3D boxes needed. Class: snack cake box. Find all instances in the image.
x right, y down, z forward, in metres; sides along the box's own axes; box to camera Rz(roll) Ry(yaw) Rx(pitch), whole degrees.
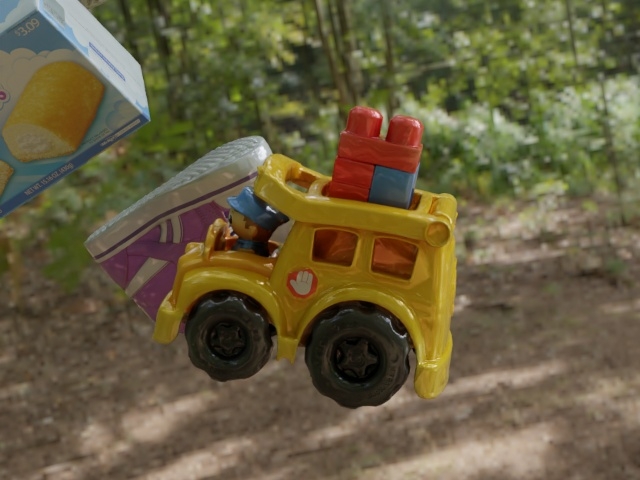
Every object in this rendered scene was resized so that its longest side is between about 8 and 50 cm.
[{"bbox_3d":[-0.299,-0.105,1.182,0.264,0.152,0.089,-31,44,15],"label":"snack cake box"}]

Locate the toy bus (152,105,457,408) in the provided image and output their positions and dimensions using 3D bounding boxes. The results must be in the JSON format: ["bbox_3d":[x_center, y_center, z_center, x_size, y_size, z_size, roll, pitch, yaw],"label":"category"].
[{"bbox_3d":[0.000,0.000,1.026,0.220,0.211,0.149,9,15,6],"label":"toy bus"}]

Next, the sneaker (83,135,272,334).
[{"bbox_3d":[-0.105,0.005,1.369,0.102,0.161,0.282,-41,8,-40],"label":"sneaker"}]

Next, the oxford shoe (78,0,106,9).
[{"bbox_3d":[-0.203,-0.368,1.384,0.449,0.169,0.130,-41,56,-17],"label":"oxford shoe"}]
